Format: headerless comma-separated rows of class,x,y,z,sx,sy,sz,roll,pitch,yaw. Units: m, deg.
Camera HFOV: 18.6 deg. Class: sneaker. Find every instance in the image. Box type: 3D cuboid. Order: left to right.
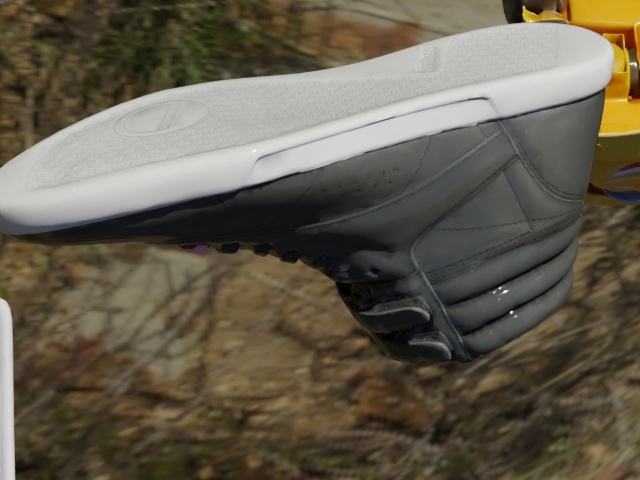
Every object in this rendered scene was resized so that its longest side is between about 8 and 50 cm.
sneaker,0.000,0.000,0.892,0.296,0.104,0.146,-13,115,-17

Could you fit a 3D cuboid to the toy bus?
toy bus,0.186,-0.094,1.230,0.150,0.211,0.220,0,52,-3

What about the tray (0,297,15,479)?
tray,-0.184,0.157,0.751,0.145,0.030,0.270,-8,63,4
